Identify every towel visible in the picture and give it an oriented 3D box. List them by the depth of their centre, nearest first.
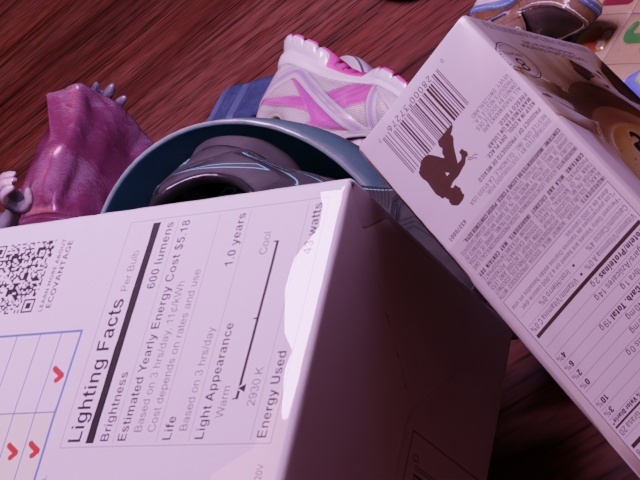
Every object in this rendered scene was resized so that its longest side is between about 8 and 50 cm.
[{"bbox_3d":[-0.080,-0.153,1.983,0.119,0.029,0.067,-9,48,53],"label":"towel"}]

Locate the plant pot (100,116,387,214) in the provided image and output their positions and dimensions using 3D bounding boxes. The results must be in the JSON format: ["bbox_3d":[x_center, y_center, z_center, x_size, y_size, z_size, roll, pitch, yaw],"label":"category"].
[{"bbox_3d":[-0.018,0.032,1.447,0.290,0.290,0.195,-35,-5,27],"label":"plant pot"}]

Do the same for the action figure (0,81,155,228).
[{"bbox_3d":[-0.292,0.008,1.866,0.276,0.248,0.370,-29,32,37],"label":"action figure"}]

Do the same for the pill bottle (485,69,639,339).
[{"bbox_3d":[0.221,-0.032,1.251,0.272,0.152,0.152,-30,33,32],"label":"pill bottle"}]

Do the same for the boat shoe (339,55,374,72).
[{"bbox_3d":[-0.005,-0.105,1.750,0.095,0.084,0.258,-30,34,35],"label":"boat shoe"}]

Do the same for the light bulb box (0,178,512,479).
[{"bbox_3d":[-0.103,0.178,1.167,0.361,0.225,0.358,-7,57,35],"label":"light bulb box"}]

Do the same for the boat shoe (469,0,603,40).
[{"bbox_3d":[0.188,-0.188,1.577,0.066,0.066,0.183,-62,19,-12],"label":"boat shoe"}]

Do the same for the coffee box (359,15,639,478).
[{"bbox_3d":[0.186,0.007,1.076,0.297,0.168,0.119,50,116,26],"label":"coffee box"}]

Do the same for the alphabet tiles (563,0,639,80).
[{"bbox_3d":[0.230,-0.127,1.508,0.285,0.011,0.342,-57,28,-14],"label":"alphabet tiles"}]

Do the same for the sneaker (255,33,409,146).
[{"bbox_3d":[0.035,-0.101,1.625,0.252,0.103,0.111,27,85,47],"label":"sneaker"}]

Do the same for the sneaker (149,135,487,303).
[{"bbox_3d":[0.000,0.000,1.258,0.267,0.101,0.106,16,20,24],"label":"sneaker"}]
